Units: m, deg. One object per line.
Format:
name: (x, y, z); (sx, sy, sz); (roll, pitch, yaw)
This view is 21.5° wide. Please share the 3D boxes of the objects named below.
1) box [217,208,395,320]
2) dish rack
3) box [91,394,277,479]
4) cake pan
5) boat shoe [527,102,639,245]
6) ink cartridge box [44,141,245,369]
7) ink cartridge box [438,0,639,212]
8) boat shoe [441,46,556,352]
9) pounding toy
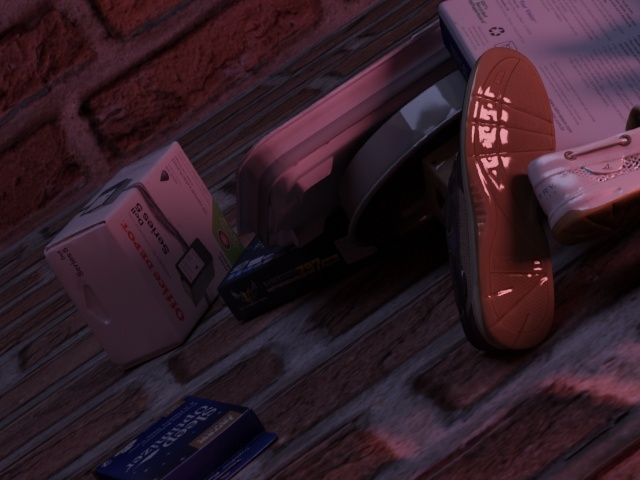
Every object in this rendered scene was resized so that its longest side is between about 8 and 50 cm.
box: (0.000, 0.000, 2.126); (0.233, 0.059, 0.183); (-24, 16, 28)
dish rack: (0.054, -0.113, 1.962); (0.333, 0.072, 0.285); (-34, -14, -13)
box: (-0.143, 0.219, 1.741); (0.136, 0.036, 0.225); (-38, 16, -21)
cake pan: (0.136, -0.106, 1.919); (0.293, 0.054, 0.293); (-34, -16, -11)
boat shoe: (0.315, -0.088, 1.533); (0.277, 0.096, 0.098); (-20, -22, -22)
ink cartridge box: (-0.231, 0.017, 2.283); (0.115, 0.198, 0.273); (-24, 16, 26)
ink cartridge box: (0.324, -0.188, 1.726); (0.330, 0.071, 0.324); (-17, 40, -4)
boat shoe: (0.157, -0.035, 1.555); (0.103, 0.285, 0.092); (4, -14, -28)
pounding toy: (0.164, -0.065, 1.855); (0.130, 0.100, 0.141); (-35, -27, -12)
